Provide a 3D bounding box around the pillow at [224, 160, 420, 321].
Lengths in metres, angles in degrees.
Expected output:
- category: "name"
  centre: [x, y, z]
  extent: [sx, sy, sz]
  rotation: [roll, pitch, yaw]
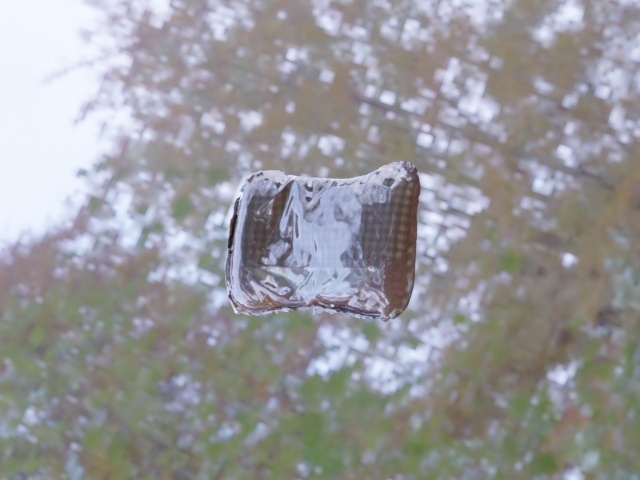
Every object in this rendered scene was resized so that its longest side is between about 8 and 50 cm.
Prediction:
- category: "pillow"
  centre: [-0.001, 0.003, 1.506]
  extent: [0.034, 0.211, 0.135]
  rotation: [11, -100, -49]
